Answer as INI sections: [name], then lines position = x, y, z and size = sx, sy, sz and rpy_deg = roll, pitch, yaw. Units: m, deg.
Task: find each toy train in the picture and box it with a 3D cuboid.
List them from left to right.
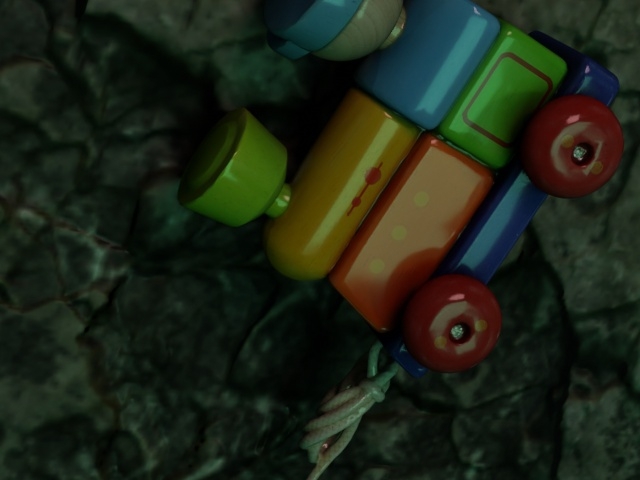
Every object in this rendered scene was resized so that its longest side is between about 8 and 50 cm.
[toy train]
position = 0.000, 0.000, 0.572
size = 0.143, 0.105, 0.248
rpy_deg = 29, 101, -24
